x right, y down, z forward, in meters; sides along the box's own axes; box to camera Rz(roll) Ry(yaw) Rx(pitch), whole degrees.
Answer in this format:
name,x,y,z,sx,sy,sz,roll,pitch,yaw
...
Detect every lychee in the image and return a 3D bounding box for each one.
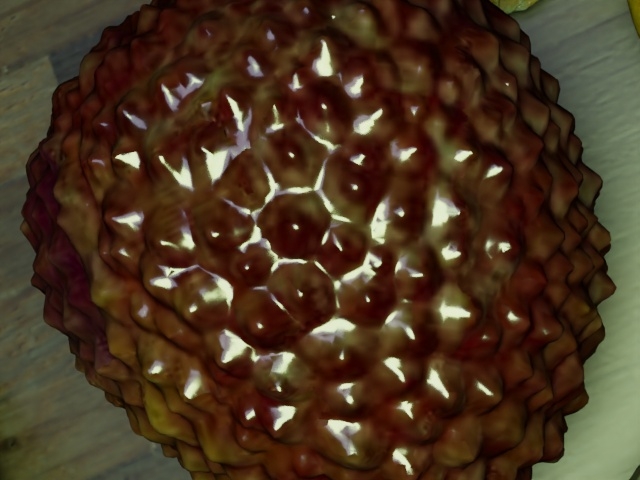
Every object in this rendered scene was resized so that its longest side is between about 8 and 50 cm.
name,x,y,z,sx,sy,sz,roll,pitch,yaw
lychee,0.000,0.000,0.985,0.306,0.306,0.330,-28,74,9

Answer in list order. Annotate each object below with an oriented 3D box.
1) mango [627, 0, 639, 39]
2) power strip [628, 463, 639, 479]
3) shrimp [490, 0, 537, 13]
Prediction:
name,x,y,z,sx,sy,sz,roll,pitch,yaw
mango,0.283,-0.144,1.019,0.236,0.136,0.166,-5,91,19
power strip,0.239,0.227,1.027,0.251,0.092,0.257,40,93,3
shrimp,0.119,-0.118,1.103,0.178,0.034,0.124,-28,84,11
